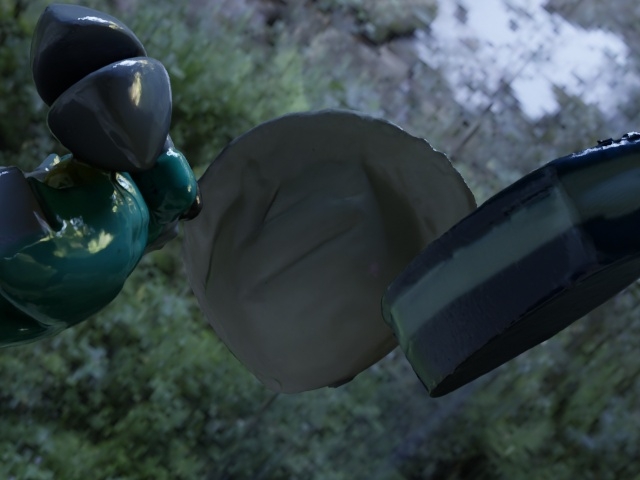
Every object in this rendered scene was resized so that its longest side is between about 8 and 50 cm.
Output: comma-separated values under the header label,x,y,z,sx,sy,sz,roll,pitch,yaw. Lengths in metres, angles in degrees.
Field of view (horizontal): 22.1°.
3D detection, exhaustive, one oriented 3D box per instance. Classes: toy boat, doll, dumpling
label,x,y,z,sx,sy,sz,roll,pitch,yaw
toy boat,0.099,0.027,0.892,0.096,0.299,0.062,-19,77,-23
doll,-0.159,-0.021,0.835,0.195,0.258,0.153,-32,87,-8
dumpling,0.001,0.001,1.382,0.227,0.243,0.175,58,0,8
